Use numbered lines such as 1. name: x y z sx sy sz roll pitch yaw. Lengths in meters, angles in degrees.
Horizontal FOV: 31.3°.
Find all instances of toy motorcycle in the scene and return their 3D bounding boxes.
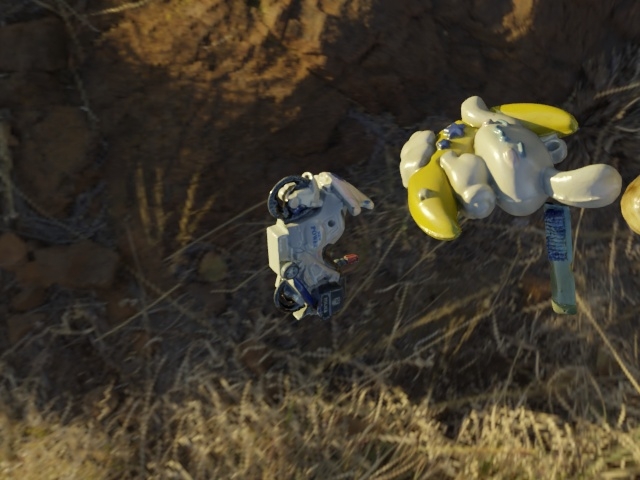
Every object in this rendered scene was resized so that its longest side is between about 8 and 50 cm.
1. toy motorcycle: 0.000 0.000 1.500 0.102 0.150 0.221 41 142 46

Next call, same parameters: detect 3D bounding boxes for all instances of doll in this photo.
1. doll: 0.216 -0.093 1.402 0.237 0.252 0.111 -19 125 2

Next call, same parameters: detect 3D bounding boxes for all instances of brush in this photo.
1. brush: 0.303 0.030 1.442 0.033 0.030 0.178 0 127 19

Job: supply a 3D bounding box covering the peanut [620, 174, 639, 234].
1. peanut: 0.425 -0.083 1.220 0.228 0.085 0.104 -39 101 5
